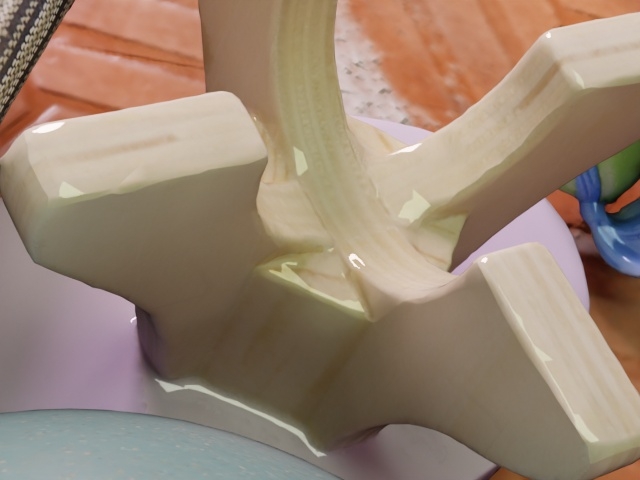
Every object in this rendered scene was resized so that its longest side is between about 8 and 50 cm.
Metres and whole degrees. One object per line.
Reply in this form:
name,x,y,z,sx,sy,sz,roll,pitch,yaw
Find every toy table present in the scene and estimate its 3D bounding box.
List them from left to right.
toy table,0.000,0.000,0.595,0.274,0.161,0.252,-27,70,-35

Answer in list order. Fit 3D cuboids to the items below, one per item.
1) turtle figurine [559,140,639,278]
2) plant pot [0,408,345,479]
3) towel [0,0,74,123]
turtle figurine,0.200,-0.133,0.716,0.266,0.198,0.274,-11,65,-4
plant pot,-0.052,0.167,0.375,0.293,0.196,0.293,3,75,-10
towel,-0.233,-0.128,0.542,0.324,0.056,0.312,27,44,-7
